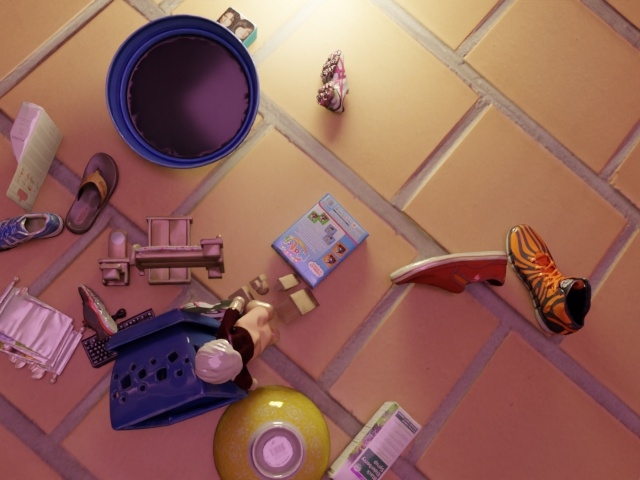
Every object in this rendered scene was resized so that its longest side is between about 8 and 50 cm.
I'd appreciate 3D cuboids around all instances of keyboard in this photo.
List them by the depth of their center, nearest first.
[{"bbox_3d":[-0.487,0.225,1.511,0.180,0.023,0.108,-25,82,-15],"label":"keyboard"}]

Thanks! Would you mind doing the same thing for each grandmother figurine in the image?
[{"bbox_3d":[-0.179,0.233,1.364,0.104,0.342,0.207,-21,90,14],"label":"grandmother figurine"}]

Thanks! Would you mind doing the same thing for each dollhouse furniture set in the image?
[{"bbox_3d":[-0.373,-0.011,1.413,0.303,0.355,0.173,-1,77,-9],"label":"dollhouse furniture set"},{"bbox_3d":[-0.118,0.154,1.586,0.151,0.123,0.144,-35,83,20],"label":"dollhouse furniture set"}]

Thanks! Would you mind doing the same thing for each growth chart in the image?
[{"bbox_3d":[-0.690,0.218,1.480,0.237,0.021,0.172,35,75,0],"label":"growth chart"}]

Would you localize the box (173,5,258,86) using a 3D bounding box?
[{"bbox_3d":[-0.284,-0.518,1.698,0.100,0.060,0.244,37,74,0],"label":"box"}]

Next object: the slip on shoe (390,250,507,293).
[{"bbox_3d":[0.345,0.091,1.636,0.331,0.123,0.101,-4,82,-15],"label":"slip on shoe"}]

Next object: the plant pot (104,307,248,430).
[{"bbox_3d":[-0.329,0.285,1.391,0.236,0.236,0.212,-22,72,12],"label":"plant pot"}]

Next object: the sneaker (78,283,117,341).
[{"bbox_3d":[-0.552,0.175,1.486,0.065,0.061,0.158,-38,68,-2],"label":"sneaker"}]

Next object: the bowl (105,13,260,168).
[{"bbox_3d":[-0.347,-0.377,1.599,0.391,0.077,0.391,0,91,1],"label":"bowl"}]

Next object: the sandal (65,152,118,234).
[{"bbox_3d":[-0.578,-0.122,1.557,0.090,0.060,0.219,24,74,-3],"label":"sandal"}]

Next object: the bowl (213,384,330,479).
[{"bbox_3d":[-0.105,0.486,1.445,0.289,0.156,0.289,2,77,-10],"label":"bowl"}]

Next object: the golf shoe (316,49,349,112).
[{"bbox_3d":[0.044,-0.445,1.741,0.086,0.067,0.186,22,70,-34],"label":"golf shoe"}]

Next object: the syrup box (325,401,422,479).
[{"bbox_3d":[0.128,0.512,1.508,0.093,0.096,0.237,44,73,2],"label":"syrup box"}]

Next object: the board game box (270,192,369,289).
[{"bbox_3d":[0.000,0.000,1.632,0.211,0.039,0.160,-43,87,-19],"label":"board game box"}]

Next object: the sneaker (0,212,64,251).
[{"bbox_3d":[-0.737,-0.029,1.498,0.211,0.081,0.080,-19,82,-12],"label":"sneaker"}]

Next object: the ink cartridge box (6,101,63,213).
[{"bbox_3d":[-0.705,-0.195,1.491,0.056,0.181,0.224,19,76,-4],"label":"ink cartridge box"}]

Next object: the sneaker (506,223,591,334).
[{"bbox_3d":[0.619,0.090,1.643,0.125,0.180,0.321,-22,82,-14],"label":"sneaker"}]

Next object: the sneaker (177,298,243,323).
[{"bbox_3d":[-0.275,0.198,1.530,0.178,0.072,0.077,-4,110,4],"label":"sneaker"}]
